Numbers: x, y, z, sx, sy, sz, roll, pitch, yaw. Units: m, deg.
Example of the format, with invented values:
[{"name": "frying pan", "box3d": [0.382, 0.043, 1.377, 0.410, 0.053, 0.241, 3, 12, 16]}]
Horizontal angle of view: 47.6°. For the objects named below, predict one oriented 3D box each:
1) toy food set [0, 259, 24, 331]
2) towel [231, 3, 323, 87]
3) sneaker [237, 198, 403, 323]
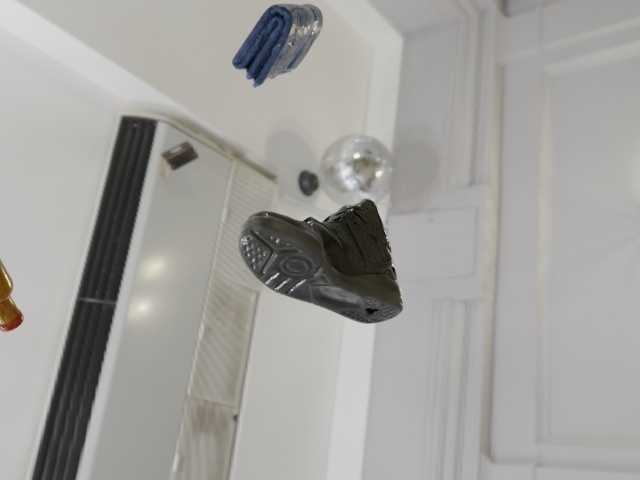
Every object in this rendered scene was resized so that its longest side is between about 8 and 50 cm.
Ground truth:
[{"name": "toy food set", "box3d": [-0.349, 0.095, 0.577, 0.232, 0.111, 0.105, -67, -30, -48]}, {"name": "towel", "box3d": [-0.029, -0.164, 0.599, 0.029, 0.067, 0.119, 38, -158, 1]}, {"name": "sneaker", "box3d": [0.000, 0.000, 0.802, 0.227, 0.087, 0.130, 24, -132, -36]}]
